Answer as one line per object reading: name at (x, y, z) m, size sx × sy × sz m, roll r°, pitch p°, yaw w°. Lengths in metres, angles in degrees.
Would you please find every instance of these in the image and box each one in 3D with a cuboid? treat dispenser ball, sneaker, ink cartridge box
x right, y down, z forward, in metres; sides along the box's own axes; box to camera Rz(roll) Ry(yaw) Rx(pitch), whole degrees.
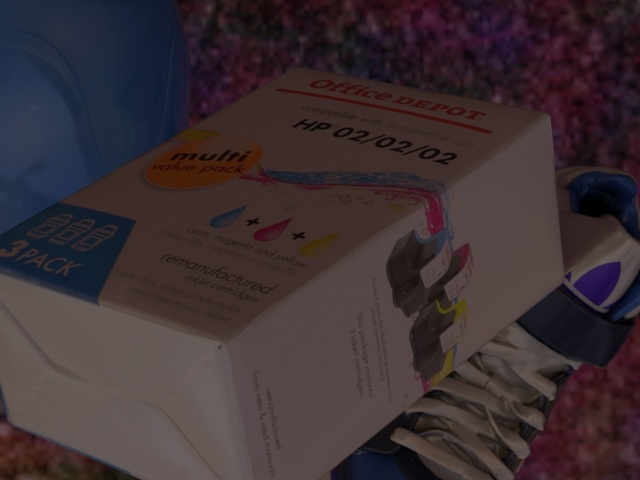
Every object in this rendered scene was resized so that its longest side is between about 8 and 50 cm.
treat dispenser ball at (-0.208, -0.077, 0.855) m, size 0.288 × 0.288 × 0.288 m, roll 0°, pitch 150°, yaw 0°
sneaker at (0.123, 0.079, 1.159) m, size 0.130 × 0.322 × 0.236 m, roll 35°, pitch 137°, yaw -4°
ink cartridge box at (0.000, 0.000, 0.516) m, size 0.104 × 0.181 × 0.061 m, roll 15°, pitch 126°, yaw 38°
